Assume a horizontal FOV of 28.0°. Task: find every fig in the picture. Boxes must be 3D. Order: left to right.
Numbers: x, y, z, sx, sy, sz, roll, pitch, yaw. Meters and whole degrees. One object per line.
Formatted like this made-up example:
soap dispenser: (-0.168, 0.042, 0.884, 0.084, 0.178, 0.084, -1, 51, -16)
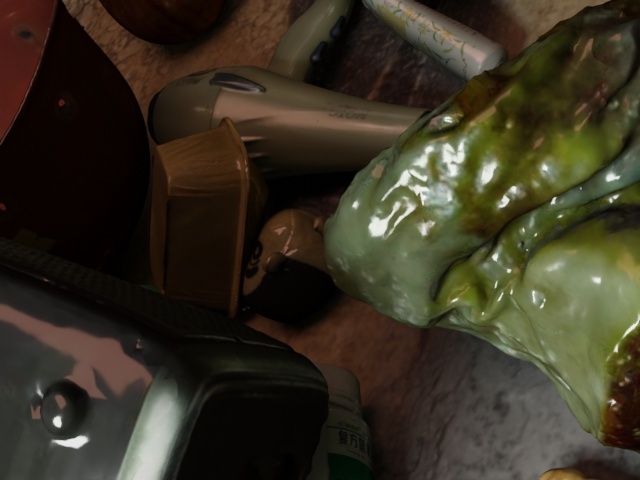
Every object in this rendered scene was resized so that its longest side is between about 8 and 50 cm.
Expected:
fig: (-0.202, -0.325, 1.433, 0.175, 0.207, 0.175, -31, 43, 33)

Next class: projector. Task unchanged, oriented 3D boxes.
projector: (-0.256, 0.196, 0.869, 0.405, 0.242, 0.395, 18, 91, 25)

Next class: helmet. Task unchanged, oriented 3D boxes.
helmet: (-0.286, -0.058, 1.256, 0.385, 0.230, 0.337, -40, 34, 22)

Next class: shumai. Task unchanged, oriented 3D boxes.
shumai: (0.195, 0.007, 0.872, 0.309, 0.304, 0.263, -41, 74, 27)

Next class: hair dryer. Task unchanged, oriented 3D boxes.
hair dryer: (0.018, -0.147, 1.201, 0.298, 0.119, 0.296, -43, 45, -17)

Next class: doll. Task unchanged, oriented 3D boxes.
doll: (0.000, 0.000, 1.090, 0.179, 0.102, 0.089, -43, 79, 2)

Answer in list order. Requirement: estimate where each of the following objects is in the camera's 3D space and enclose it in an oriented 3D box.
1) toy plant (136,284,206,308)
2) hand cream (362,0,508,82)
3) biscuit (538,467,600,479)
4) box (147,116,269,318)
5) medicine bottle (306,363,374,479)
toy plant: (-0.256, 0.148, 1.117, 0.400, 0.185, 0.279, -7, 24, 27)
hand cream: (0.098, -0.186, 1.155, 0.194, 0.067, 0.042, 35, 88, 32)
biscuit: (0.146, 0.268, 0.782, 0.160, 0.030, 0.249, 16, 69, 47)
box: (-0.095, -0.018, 1.128, 0.111, 0.177, 0.111, 6, 33, -4)
medicine bottle: (0.000, 0.163, 0.954, 0.080, 0.080, 0.130, -23, 45, 25)
